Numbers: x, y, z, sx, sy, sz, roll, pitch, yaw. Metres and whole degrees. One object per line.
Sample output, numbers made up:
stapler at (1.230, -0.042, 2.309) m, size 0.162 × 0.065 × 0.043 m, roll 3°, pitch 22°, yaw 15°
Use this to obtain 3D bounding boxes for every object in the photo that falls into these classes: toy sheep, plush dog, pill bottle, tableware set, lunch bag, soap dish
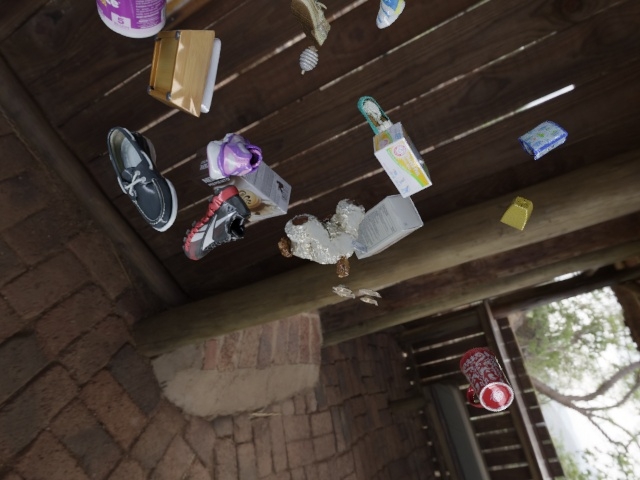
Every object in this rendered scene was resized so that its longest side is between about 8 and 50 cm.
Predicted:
toy sheep at (-0.055, -0.814, 1.953) m, size 0.091 × 0.091 × 0.132 m, roll -10°, pitch 123°, yaw -68°
plush dog at (0.000, 0.000, 1.324) m, size 0.262 × 0.225 × 0.210 m, roll -22°, pitch 103°, yaw -28°
pill bottle at (-0.446, -0.646, 1.005) m, size 0.169 × 0.301 × 0.169 m, roll 7°, pitch 66°, yaw -17°
tableware set at (0.117, 0.177, 1.413) m, size 0.141 × 0.169 × 0.020 m, roll 60°, pitch 42°, yaw -64°
lunch bag at (0.852, -0.382, 1.649) m, size 0.096 × 0.129 × 0.151 m, roll 52°, pitch 18°, yaw -11°
soap dish at (-0.407, -0.498, 1.262) m, size 0.118 × 0.291 × 0.228 m, roll 4°, pitch 108°, yaw -38°

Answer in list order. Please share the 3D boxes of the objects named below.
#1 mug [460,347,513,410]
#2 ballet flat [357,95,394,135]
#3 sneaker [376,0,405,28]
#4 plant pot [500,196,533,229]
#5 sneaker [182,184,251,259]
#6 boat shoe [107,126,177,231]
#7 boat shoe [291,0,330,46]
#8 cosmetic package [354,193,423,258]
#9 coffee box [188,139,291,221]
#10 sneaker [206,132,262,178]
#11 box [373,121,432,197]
mug at (0.484, 0.417, 1.248) m, size 0.169 × 0.113 × 0.150 m, roll -77°, pitch 157°, yaw -76°
ballet flat at (0.246, -0.502, 1.812) m, size 0.247 × 0.083 × 0.087 m, roll 49°, pitch 2°, yaw -5°
sneaker at (0.207, -0.778, 1.332) m, size 0.126 × 0.091 × 0.240 m, roll 35°, pitch 71°, yaw -32°
plant pot at (0.686, -0.102, 1.494) m, size 0.081 × 0.082 × 0.083 m, roll -49°, pitch 156°, yaw -30°
sneaker at (-0.297, -0.025, 1.256) m, size 0.135 × 0.276 × 0.098 m, roll 44°, pitch 24°, yaw 8°
boat shoe at (-0.440, -0.152, 1.043) m, size 0.302 × 0.114 × 0.091 m, roll 55°, pitch 14°, yaw 27°
boat shoe at (-0.027, -0.793, 1.525) m, size 0.105 × 0.089 × 0.285 m, roll 39°, pitch 6°, yaw 5°
cosmetic package at (0.252, -0.054, 1.762) m, size 0.129 × 0.296 × 0.153 m, roll -13°, pitch 75°, yaw -37°
coffee box at (-0.253, -0.190, 1.413) m, size 0.297 × 0.168 × 0.118 m, roll 39°, pitch 50°, yaw -47°
sneaker at (-0.183, -0.196, 1.007) m, size 0.236 × 0.105 × 0.095 m, roll -84°, pitch 172°, yaw -70°
box at (0.264, -0.259, 1.402) m, size 0.203 × 0.103 × 0.114 m, roll 49°, pitch 27°, yaw -31°
